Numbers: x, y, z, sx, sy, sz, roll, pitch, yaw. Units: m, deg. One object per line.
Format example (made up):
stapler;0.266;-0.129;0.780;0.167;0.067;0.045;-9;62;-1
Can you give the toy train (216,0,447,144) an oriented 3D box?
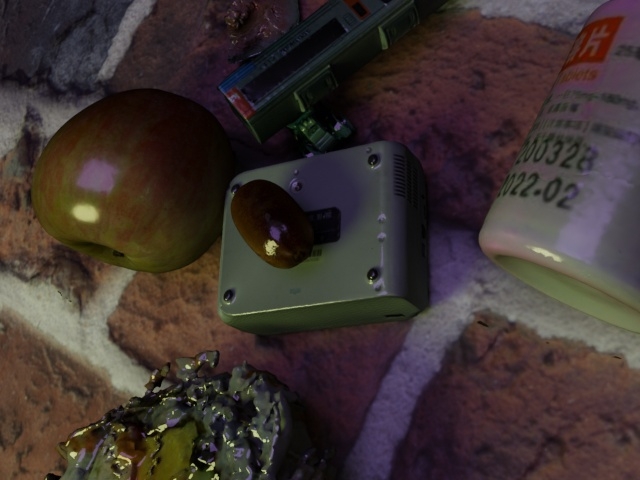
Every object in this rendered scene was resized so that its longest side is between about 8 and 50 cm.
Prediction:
toy train;0.057;-0.279;1.059;0.409;0.086;0.089;-37;73;-3

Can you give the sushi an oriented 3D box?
sushi;-0.143;0.323;0.940;0.418;0.176;0.417;-17;60;32

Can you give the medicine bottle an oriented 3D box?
medicine bottle;0.329;-0.118;0.798;0.219;0.219;0.388;25;86;35

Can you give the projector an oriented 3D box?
projector;0.000;0.000;1.016;0.250;0.108;0.198;-9;66;28

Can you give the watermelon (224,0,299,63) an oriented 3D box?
watermelon;-0.078;-0.343;1.225;0.101;0.080;0.155;9;61;24

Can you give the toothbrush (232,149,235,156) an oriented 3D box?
toothbrush;-0.217;-0.132;1.253;0.220;0.016;0.019;6;76;32

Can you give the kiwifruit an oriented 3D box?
kiwifruit;-0.055;-0.020;0.948;0.075;0.075;0.124;-48;59;6

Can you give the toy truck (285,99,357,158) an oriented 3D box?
toy truck;-0.026;-0.173;1.118;0.080;0.078;0.154;-46;56;10

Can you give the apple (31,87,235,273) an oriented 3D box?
apple;-0.243;-0.083;1.106;0.257;0.257;0.233;12;77;34
